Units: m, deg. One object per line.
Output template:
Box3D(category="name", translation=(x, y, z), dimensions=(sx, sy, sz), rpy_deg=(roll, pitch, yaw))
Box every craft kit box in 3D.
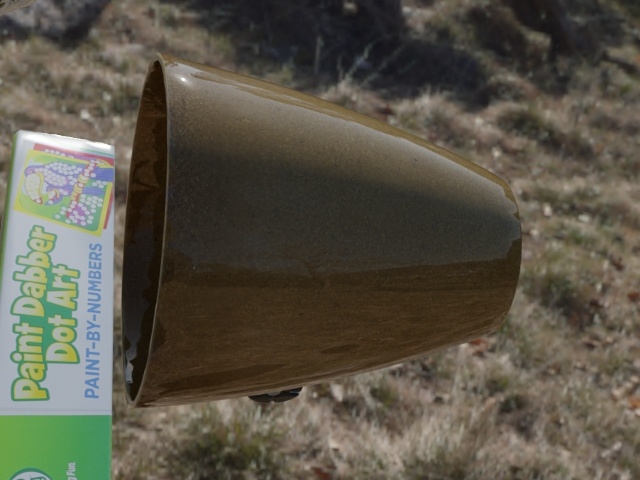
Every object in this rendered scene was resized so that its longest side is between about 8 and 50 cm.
Box3D(category="craft kit box", translation=(-0.148, 0.119, 0.561), dimensions=(0.061, 0.246, 0.249), rpy_deg=(6, 45, -15))

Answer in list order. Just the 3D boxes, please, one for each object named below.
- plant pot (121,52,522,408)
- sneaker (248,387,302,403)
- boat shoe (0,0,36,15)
Box3D(category="plant pot", translation=(0.000, 0.000, 0.807), dimensions=(0.254, 0.237, 0.237), rpy_deg=(3, 36, -16))
Box3D(category="sneaker", translation=(-0.055, 0.068, 1.156), dimensions=(0.082, 0.208, 0.094), rpy_deg=(0, 45, -6))
Box3D(category="boat shoe", translation=(-0.229, -0.270, 0.851), dimensions=(0.098, 0.277, 0.096), rpy_deg=(26, 45, 4))
